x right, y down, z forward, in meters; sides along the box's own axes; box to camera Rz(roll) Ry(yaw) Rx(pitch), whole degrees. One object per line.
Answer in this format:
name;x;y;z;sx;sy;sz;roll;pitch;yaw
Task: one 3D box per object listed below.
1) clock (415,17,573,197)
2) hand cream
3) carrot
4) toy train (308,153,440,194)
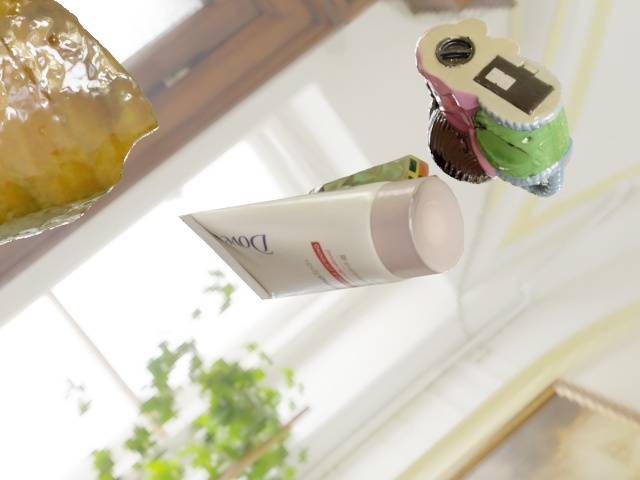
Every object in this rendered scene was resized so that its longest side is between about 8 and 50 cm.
clock;0.191;-0.128;1.601;0.194;0.100;0.195;38;-20;26
hand cream;0.000;0.000;1.259;0.248;0.083;0.133;-11;-46;39
carrot;-0.322;-0.096;1.104;0.241;0.340;0.241;160;-90;-73
toy train;0.063;-0.031;1.737;0.099;0.188;0.072;48;34;-42
